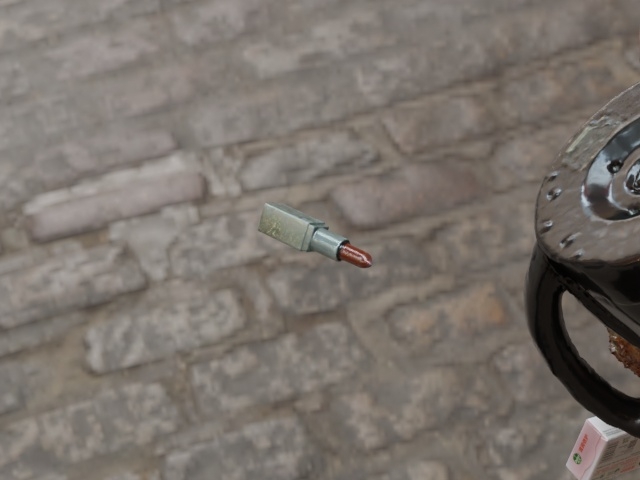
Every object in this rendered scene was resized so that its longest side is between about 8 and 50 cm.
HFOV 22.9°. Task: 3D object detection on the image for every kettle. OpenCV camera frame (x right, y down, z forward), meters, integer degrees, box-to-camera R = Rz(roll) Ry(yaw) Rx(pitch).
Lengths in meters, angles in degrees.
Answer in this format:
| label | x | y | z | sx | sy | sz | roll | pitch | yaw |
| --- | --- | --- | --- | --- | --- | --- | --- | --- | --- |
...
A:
| label | x | y | z | sx | sy | sz | roll | pitch | yaw |
| --- | --- | --- | --- | --- | --- | --- | --- | --- | --- |
| kettle | 0.311 | 0.038 | 1.222 | 0.250 | 0.271 | 0.207 | -53 | 29 | -9 |

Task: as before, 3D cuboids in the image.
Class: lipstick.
| label | x | y | z | sx | sy | sz | roll | pitch | yaw |
| --- | --- | --- | --- | --- | --- | --- | --- | --- | --- |
| lipstick | 0.000 | 0.000 | 1.509 | 0.129 | 0.030 | 0.030 | 26 | 15 | 31 |

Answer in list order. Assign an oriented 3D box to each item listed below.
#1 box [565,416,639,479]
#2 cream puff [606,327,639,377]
| label | x | y | z | sx | sy | sz | roll | pitch | yaw |
| --- | --- | --- | --- | --- | --- | --- | --- | --- | --- |
| box | 0.390 | 0.263 | 2.058 | 0.125 | 0.089 | 0.043 | -11 | 43 | -35 |
| cream puff | 0.435 | 0.067 | 1.962 | 0.164 | 0.240 | 0.240 | 10 | 40 | -3 |
